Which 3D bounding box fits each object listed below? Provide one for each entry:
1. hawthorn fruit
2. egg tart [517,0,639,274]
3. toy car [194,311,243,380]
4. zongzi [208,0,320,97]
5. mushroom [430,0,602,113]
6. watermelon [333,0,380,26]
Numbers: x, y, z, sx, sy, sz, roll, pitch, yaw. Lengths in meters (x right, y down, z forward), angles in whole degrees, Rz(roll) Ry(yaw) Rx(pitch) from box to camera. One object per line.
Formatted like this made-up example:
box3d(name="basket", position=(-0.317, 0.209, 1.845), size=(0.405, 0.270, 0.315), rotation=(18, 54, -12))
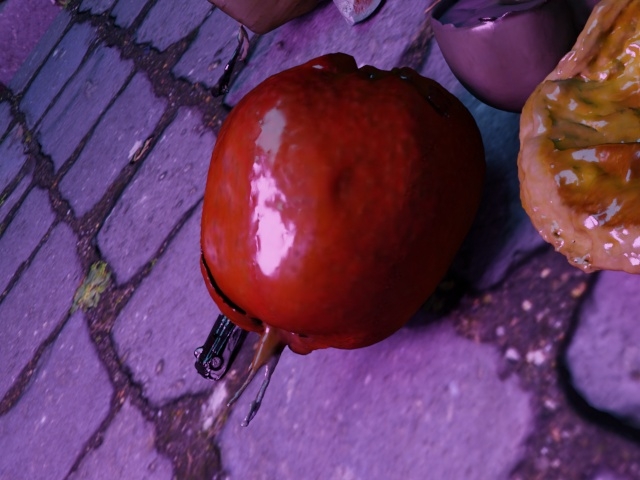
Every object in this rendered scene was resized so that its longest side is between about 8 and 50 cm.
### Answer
box3d(name="hawthorn fruit", position=(0.000, 0.000, 0.718), size=(0.211, 0.211, 0.299), rotation=(10, 79, 58))
box3d(name="egg tart", position=(0.228, -0.074, 0.552), size=(0.241, 0.106, 0.241), rotation=(-32, 39, 30))
box3d(name="toy car", position=(-0.091, 0.092, 0.915), size=(0.093, 0.025, 0.041), rotation=(-60, 32, -3))
box3d(name="zongzi", position=(-0.013, -0.351, 1.073), size=(0.447, 0.181, 0.418), rotation=(-54, 24, 6))
box3d(name="mushroom", position=(0.165, -0.162, 0.712), size=(0.141, 0.117, 0.188), rotation=(6, 41, 30))
box3d(name="watermelon", position=(0.036, -0.284, 1.077), size=(0.085, 0.061, 0.085), rotation=(-38, 31, 28))
